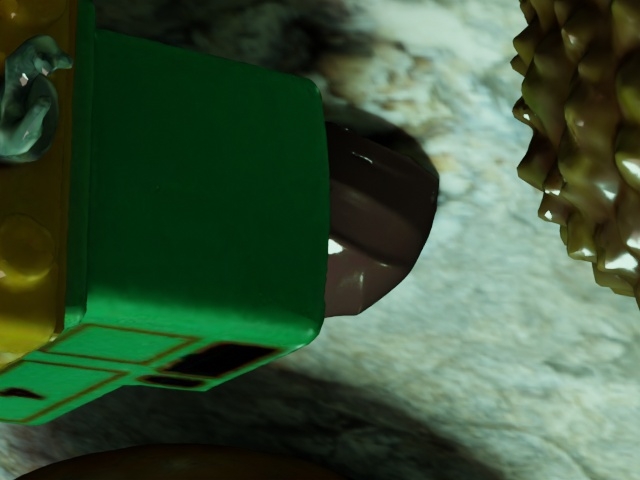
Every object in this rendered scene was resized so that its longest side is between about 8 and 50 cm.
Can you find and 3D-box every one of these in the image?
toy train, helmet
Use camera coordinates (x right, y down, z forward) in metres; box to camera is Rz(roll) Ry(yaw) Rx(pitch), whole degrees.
[{"bbox_3d":[-0.161,0.002,0.894,0.249,0.178,0.429,9,161,-27],"label":"toy train"},{"bbox_3d":[0.000,0.000,0.957,0.098,0.070,0.123,26,144,-6],"label":"helmet"}]

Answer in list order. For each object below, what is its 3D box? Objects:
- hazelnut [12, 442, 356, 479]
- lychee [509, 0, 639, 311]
[{"bbox_3d":[-0.058,0.330,1.163,0.402,0.402,0.429,-3,149,31],"label":"hazelnut"},{"bbox_3d":[0.192,-0.062,0.619,0.267,0.267,0.267,14,144,11],"label":"lychee"}]
